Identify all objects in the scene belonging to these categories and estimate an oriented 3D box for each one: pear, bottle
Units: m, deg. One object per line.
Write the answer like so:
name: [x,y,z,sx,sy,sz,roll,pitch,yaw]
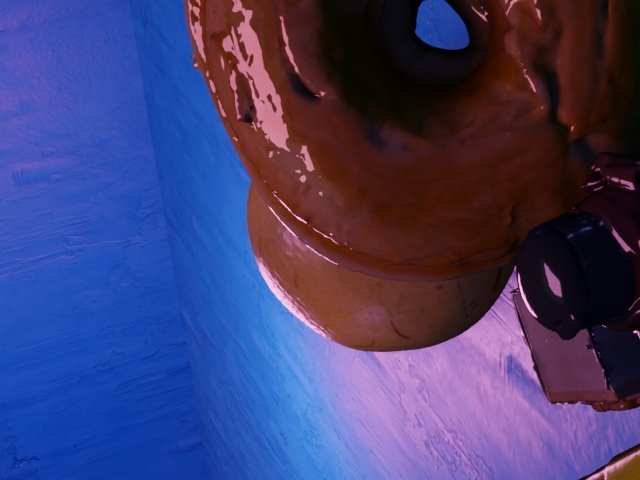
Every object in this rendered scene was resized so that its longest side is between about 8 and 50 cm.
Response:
pear: [0.078,-0.039,1.519,0.348,0.348,0.348,164,90,-73]
bottle: [0.282,-0.007,1.009,0.143,0.271,0.156,112,139,-63]

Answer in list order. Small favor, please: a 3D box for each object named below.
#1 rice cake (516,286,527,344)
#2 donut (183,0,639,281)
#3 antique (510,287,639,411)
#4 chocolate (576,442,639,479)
rice cake: [0.289,0.096,1.467,0.226,0.040,0.085,-171,66,-71]
donut: [0.096,-0.185,1.107,0.198,0.449,0.449,-49,-56,-84]
antique: [0.295,0.087,1.261,0.146,0.152,0.148,159,93,-73]
chocolate: [0.378,0.344,1.264,0.289,0.137,0.301,115,135,-65]
